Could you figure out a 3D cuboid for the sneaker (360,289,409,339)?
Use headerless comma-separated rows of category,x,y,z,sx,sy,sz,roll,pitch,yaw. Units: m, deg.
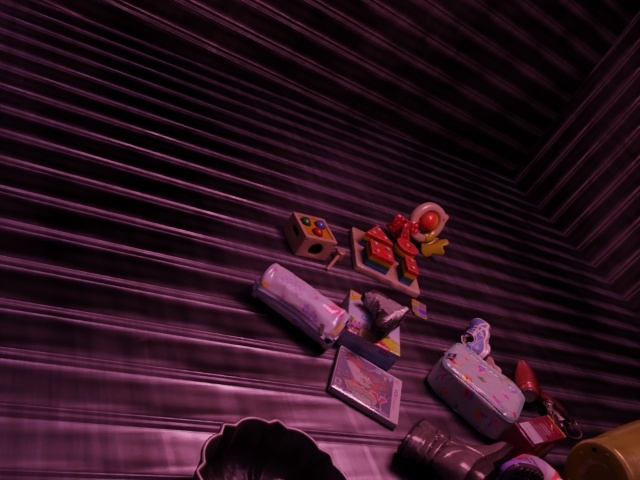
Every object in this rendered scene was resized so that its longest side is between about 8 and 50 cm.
sneaker,0.157,0.203,1.858,0.132,0.086,0.229,37,17,18

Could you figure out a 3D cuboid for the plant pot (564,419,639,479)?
plant pot,0.879,0.658,1.794,0.353,0.366,0.366,4,37,-24

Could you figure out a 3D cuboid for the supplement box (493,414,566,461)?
supplement box,0.589,0.563,1.847,0.188,0.104,0.081,5,38,-43

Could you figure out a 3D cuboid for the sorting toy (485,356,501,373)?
sorting toy,0.572,0.428,2.127,0.075,0.045,0.083,24,27,-33

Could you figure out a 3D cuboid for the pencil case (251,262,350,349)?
pencil case,-0.054,0.179,1.775,0.273,0.113,0.124,37,41,6

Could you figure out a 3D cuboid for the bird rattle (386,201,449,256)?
bird rattle,0.394,-0.059,2.580,0.253,0.207,0.143,31,7,-25

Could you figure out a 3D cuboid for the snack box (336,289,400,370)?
snack box,0.140,0.256,1.906,0.174,0.070,0.207,28,26,-10

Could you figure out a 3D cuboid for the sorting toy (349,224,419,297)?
sorting toy,0.241,0.051,2.332,0.257,0.089,0.255,25,28,-16

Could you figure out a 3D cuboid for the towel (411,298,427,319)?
towel,0.334,0.232,2.223,0.060,0.009,0.083,30,27,-8

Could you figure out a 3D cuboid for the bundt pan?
bundt pan,-0.097,0.491,1.198,0.331,0.124,0.331,25,29,-15

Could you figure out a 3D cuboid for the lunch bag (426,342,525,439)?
lunch bag,0.456,0.427,1.924,0.279,0.108,0.224,41,28,15

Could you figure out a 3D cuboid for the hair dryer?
hair dryer,0.710,0.513,2.129,0.224,0.080,0.293,29,28,-45

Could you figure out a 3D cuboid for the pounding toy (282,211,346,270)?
pounding toy,0.008,0.007,2.146,0.206,0.094,0.181,12,34,-35

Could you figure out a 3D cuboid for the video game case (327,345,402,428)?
video game case,0.122,0.382,1.729,0.201,0.023,0.183,31,27,-4

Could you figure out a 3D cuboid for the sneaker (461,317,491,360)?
sneaker,0.520,0.319,2.203,0.081,0.080,0.211,33,25,-7

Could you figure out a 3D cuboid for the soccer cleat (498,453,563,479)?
soccer cleat,0.523,0.597,1.680,0.318,0.108,0.116,31,16,-42

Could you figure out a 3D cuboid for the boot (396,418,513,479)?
boot,0.341,0.518,1.646,0.223,0.118,0.338,29,6,29
